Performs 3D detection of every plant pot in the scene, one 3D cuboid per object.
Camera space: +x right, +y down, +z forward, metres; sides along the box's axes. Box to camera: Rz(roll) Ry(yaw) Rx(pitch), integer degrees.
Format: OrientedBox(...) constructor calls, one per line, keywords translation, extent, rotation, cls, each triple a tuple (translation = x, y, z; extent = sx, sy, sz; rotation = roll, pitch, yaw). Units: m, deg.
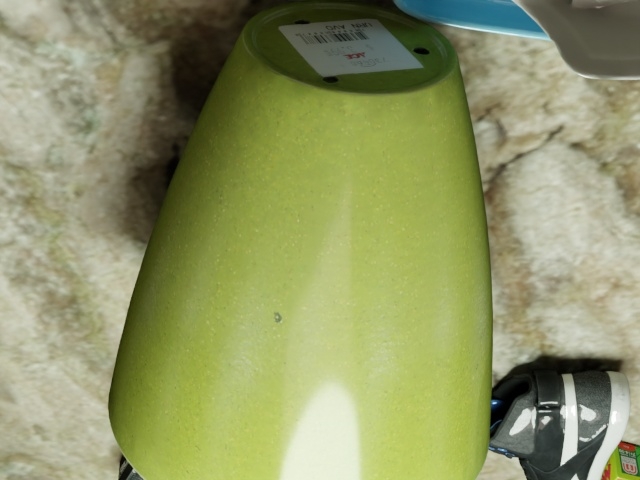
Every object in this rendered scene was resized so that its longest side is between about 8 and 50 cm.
OrientedBox(translation=(0.000, 0.000, 1.029), extent=(0.275, 0.274, 0.293), rotation=(4, 122, -5), cls="plant pot")

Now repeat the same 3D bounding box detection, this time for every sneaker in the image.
OrientedBox(translation=(0.187, 0.189, 1.358), extent=(0.121, 0.079, 0.217), rotation=(7, 129, -4), cls="sneaker")

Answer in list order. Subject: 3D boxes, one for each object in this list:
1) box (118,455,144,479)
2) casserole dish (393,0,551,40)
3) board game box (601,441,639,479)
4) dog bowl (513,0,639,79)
OrientedBox(translation=(-0.063, 0.188, 1.370), extent=(0.191, 0.045, 0.184), rotation=(16, 133, -17), cls="box")
OrientedBox(translation=(0.130, -0.182, 0.966), extent=(0.188, 0.037, 0.114), rotation=(6, 137, -9), cls="casserole dish")
OrientedBox(translation=(0.330, 0.247, 1.442), extent=(0.181, 0.043, 0.092), rotation=(16, 135, -18), cls="board game box")
OrientedBox(translation=(0.182, -0.246, 0.797), extent=(0.349, 0.102, 0.348), rotation=(-2, 138, -2), cls="dog bowl")
